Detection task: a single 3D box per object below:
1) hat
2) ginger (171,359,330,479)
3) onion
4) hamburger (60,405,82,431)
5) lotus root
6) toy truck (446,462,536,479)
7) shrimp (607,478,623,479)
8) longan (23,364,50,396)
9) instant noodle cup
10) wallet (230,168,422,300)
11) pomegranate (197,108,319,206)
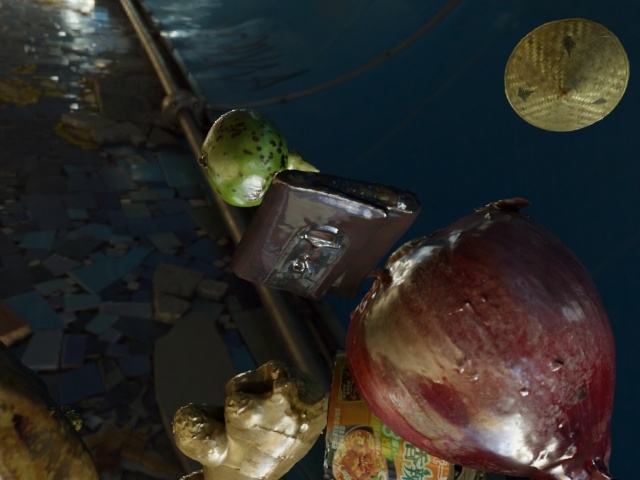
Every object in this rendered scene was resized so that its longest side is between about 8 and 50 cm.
[{"bbox_3d":[0.294,-0.185,0.754,0.067,0.146,0.145,-60,169,-52],"label":"hat"},{"bbox_3d":[-0.133,0.356,1.007,0.166,0.236,0.375,32,-84,40],"label":"ginger"},{"bbox_3d":[0.111,0.080,0.388,0.194,0.160,0.159,53,-30,8],"label":"onion"},{"bbox_3d":[-0.396,0.316,0.822,0.215,0.122,0.189,-58,169,-16],"label":"hamburger"},{"bbox_3d":[-0.323,0.215,0.589,0.193,0.193,0.290,-122,-164,-50],"label":"lotus root"},{"bbox_3d":[0.138,0.243,0.464,0.124,0.114,0.253,-64,178,27],"label":"toy truck"},{"bbox_3d":[0.286,0.048,0.216,0.272,0.446,0.085,-60,137,-84],"label":"shrimp"},{"bbox_3d":[-0.520,0.264,0.983,0.189,0.189,0.189,177,-90,-68],"label":"longan"},{"bbox_3d":[0.103,0.241,0.849,0.230,0.183,0.230,6,90,-84],"label":"instant noodle cup"},{"bbox_3d":[0.000,0.000,0.761,0.229,0.182,0.049,123,-25,-53],"label":"wallet"},{"bbox_3d":[-0.136,-0.176,1.367,0.211,0.263,0.210,178,-90,-66],"label":"pomegranate"}]
